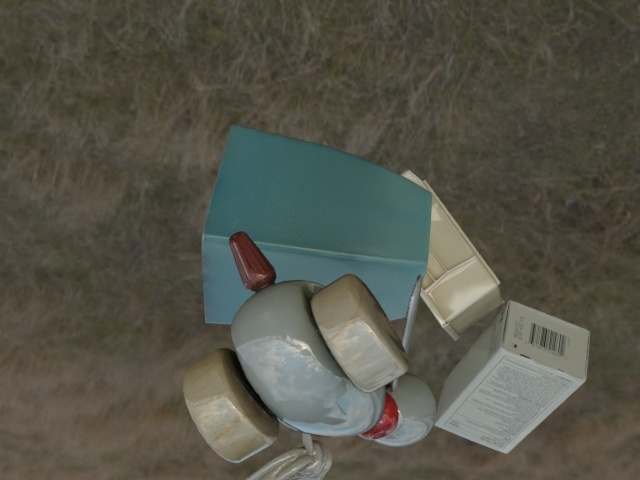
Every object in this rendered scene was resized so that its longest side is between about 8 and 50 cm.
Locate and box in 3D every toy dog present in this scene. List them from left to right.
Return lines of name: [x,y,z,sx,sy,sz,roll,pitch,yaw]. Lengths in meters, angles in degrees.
toy dog: [-0.001,0.093,0.744,0.220,0.161,0.333,-20,156,-7]

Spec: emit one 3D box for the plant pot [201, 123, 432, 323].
plant pot: [0.000,0.000,0.982,0.234,0.165,0.165,9,142,1]

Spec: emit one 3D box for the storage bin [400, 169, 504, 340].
storage bin: [0.208,0.030,1.586,0.123,0.260,0.262,-36,163,5]

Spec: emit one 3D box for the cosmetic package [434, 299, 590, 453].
cosmetic package: [0.340,0.254,1.588,0.160,0.113,0.309,22,142,-3]
